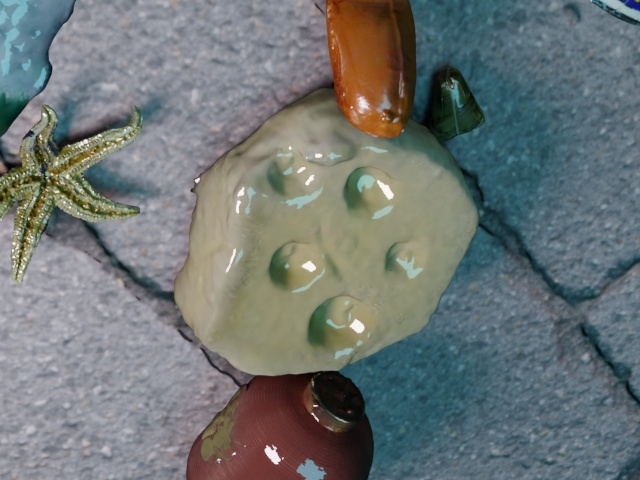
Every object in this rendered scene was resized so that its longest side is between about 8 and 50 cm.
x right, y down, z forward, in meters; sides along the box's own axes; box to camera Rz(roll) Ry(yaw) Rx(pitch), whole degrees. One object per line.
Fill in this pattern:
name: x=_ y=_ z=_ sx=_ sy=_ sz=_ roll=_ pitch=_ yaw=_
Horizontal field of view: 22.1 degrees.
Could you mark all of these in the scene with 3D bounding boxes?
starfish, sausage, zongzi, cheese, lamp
starfish: x=-0.243 y=-0.049 z=1.569 sx=0.176 sy=0.053 sz=0.208 roll=28 pitch=111 yaw=-40
sausage: x=0.049 y=-0.185 z=1.565 sx=0.089 sy=0.089 sz=0.179 roll=3 pitch=79 yaw=-29
zongzi: x=0.121 y=-0.137 z=1.711 sx=0.083 sy=0.040 sz=0.076 roll=-22 pitch=126 yaw=16
cheese: x=0.000 y=0.000 z=1.692 sx=0.326 sy=0.115 sz=0.318 roll=-31 pitch=133 yaw=-3
lamp: x=-0.046 y=0.241 z=1.809 sx=0.180 sy=0.180 sz=0.258 roll=14 pitch=133 yaw=-35

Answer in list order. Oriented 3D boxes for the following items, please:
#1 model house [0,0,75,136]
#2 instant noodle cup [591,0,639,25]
model house: x=-0.388 y=-0.226 z=1.197 sx=0.329 sy=0.295 sz=0.251 roll=18 pitch=110 yaw=-39
instant noodle cup: x=0.336 y=-0.373 z=1.502 sx=0.284 sy=0.284 sz=0.312 roll=15 pitch=125 yaw=-35
